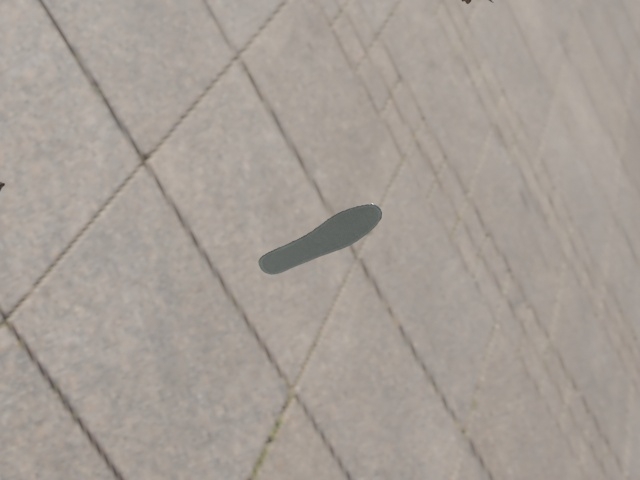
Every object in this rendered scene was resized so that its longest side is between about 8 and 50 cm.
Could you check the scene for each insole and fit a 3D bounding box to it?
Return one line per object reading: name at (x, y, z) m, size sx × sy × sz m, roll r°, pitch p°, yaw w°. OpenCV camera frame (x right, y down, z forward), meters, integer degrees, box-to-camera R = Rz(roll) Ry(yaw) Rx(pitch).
insole at (0.000, 0.000, 1.405) m, size 0.053 × 0.153 × 0.002 m, roll 54°, pitch 17°, yaw -43°

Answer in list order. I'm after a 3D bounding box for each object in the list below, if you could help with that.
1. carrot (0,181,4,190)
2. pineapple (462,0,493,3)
carrot at (-0.473, -0.017, 1.578) m, size 0.072 × 0.205 × 0.072 m, roll 53°, pitch 15°, yaw -20°
pineapple at (0.217, -0.487, 1.631) m, size 0.158 × 0.161 × 0.334 m, roll 3°, pitch 89°, yaw -56°
